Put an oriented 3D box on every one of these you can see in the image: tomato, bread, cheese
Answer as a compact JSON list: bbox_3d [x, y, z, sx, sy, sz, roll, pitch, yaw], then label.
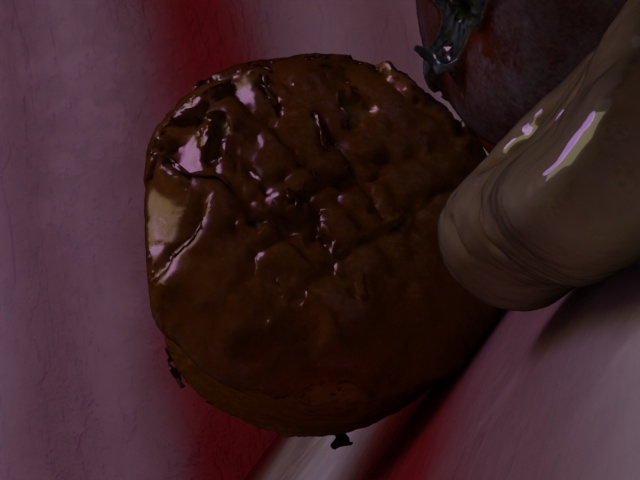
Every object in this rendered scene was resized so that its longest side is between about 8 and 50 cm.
[{"bbox_3d":[0.219,-0.225,1.614,0.282,0.317,0.317,-11,-15,-18],"label":"tomato"},{"bbox_3d":[0.000,0.000,1.831,0.398,0.398,0.215,-52,-11,-29],"label":"bread"},{"bbox_3d":[0.185,-0.037,1.291,0.351,0.129,0.328,-51,0,30],"label":"cheese"}]

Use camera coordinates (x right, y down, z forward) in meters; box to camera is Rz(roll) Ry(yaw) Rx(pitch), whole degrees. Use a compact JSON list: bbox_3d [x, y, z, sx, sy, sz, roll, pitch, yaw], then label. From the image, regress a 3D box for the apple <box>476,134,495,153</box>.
[{"bbox_3d":[0.266,-0.171,2.339,0.156,0.147,0.158,-19,-7,-36],"label":"apple"}]
